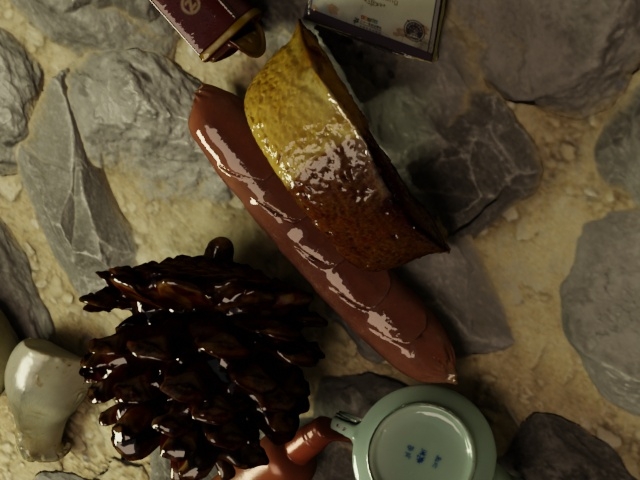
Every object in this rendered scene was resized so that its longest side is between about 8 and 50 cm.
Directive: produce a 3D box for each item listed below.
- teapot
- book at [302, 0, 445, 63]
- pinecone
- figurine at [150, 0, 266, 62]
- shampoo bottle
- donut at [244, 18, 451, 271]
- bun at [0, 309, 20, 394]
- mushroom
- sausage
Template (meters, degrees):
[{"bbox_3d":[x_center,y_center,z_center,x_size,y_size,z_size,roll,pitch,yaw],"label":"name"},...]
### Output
[{"bbox_3d":[0.118,0.242,1.770,0.232,0.159,0.159,19,125,13],"label":"teapot"},{"bbox_3d":[0.061,-0.300,1.562,0.157,0.026,0.231,23,127,21],"label":"book"},{"bbox_3d":[-0.146,0.142,1.809,0.298,0.242,0.296,11,119,22],"label":"pinecone"},{"bbox_3d":[-0.110,-0.257,1.678,0.154,0.082,0.098,46,112,2],"label":"figurine"},{"bbox_3d":[-0.057,0.283,1.940,0.085,0.085,0.244,49,130,0],"label":"shampoo bottle"},{"bbox_3d":[0.017,-0.074,1.620,0.112,0.151,0.295,-35,96,12],"label":"donut"},{"bbox_3d":[-0.492,0.159,2.134,0.166,0.113,0.173,19,124,25],"label":"bun"},{"bbox_3d":[-0.373,0.216,2.104,0.116,0.093,0.225,21,123,-4],"label":"mushroom"},{"bbox_3d":[0.000,0.000,1.738,0.433,0.088,0.088,49,131,1],"label":"sausage"}]
